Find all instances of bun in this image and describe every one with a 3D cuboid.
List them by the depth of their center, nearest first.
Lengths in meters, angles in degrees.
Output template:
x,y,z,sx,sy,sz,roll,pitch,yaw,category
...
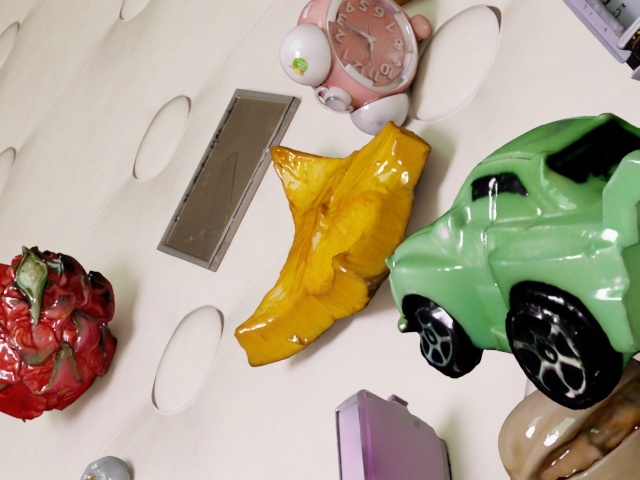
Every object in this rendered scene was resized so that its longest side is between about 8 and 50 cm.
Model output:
x,y,z,sx,sy,sz,roll,pitch,yaw,category
-0.265,0.298,1.761,0.083,0.045,0.083,-37,41,41,bun

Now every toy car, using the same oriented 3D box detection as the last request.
x,y,z,sx,sy,sz,roll,pitch,yaw,category
0.194,-0.008,1.069,0.213,0.176,0.358,-31,17,-25,toy car

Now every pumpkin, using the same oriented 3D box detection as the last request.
x,y,z,sx,sy,sz,roll,pitch,yaw,category
0.016,-0.021,1.540,0.258,0.095,0.290,-34,34,47,pumpkin

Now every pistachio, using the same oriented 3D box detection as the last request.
x,y,z,sx,sy,sz,roll,pitch,yaw,category
0.201,0.149,1.082,0.149,0.113,0.113,-35,34,12,pistachio

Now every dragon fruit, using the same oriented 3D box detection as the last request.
x,y,z,sx,sy,sz,roll,pitch,yaw,category
-0.381,0.139,1.960,0.293,0.233,0.234,95,-175,-59,dragon fruit

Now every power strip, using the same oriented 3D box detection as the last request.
x,y,z,sx,sy,sz,roll,pitch,yaw,category
0.067,0.247,1.194,0.037,0.109,0.279,-39,35,30,power strip

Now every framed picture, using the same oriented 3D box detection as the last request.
x,y,z,sx,sy,sz,roll,pitch,yaw,category
-0.124,-0.084,1.908,0.184,0.016,0.250,15,78,61,framed picture

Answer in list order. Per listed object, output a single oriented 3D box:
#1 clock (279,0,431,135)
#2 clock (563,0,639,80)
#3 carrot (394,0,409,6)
x,y,z,sx,sy,sz,roll,pitch,yaw,category
0.033,-0.206,1.613,0.092,0.166,0.162,-28,35,47,clock
0.302,-0.258,1.295,0.186,0.083,0.253,-50,30,19,clock
0.119,-0.310,1.682,0.161,0.055,0.055,-26,44,58,carrot
